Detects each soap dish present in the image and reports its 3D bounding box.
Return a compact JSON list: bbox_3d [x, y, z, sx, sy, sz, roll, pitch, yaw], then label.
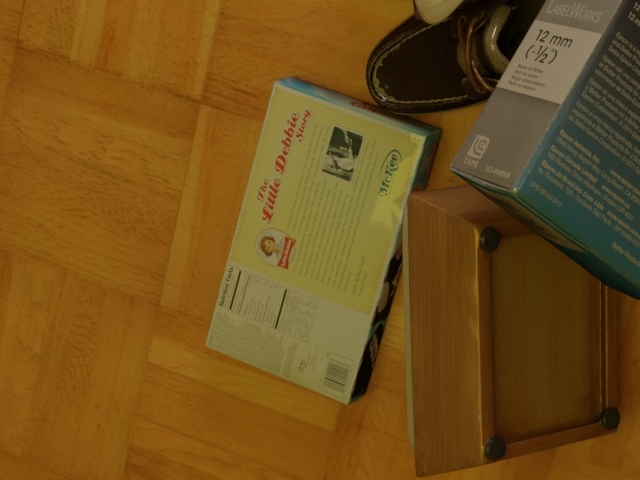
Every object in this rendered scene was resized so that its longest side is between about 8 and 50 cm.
[{"bbox_3d":[0.199,0.085,1.833,0.118,0.229,0.291,11,106,55],"label":"soap dish"}]

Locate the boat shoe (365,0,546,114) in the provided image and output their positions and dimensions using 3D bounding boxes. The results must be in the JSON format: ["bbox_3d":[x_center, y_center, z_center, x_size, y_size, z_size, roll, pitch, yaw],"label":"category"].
[{"bbox_3d":[0.188,-0.208,1.839,0.342,0.123,0.123,-13,94,25],"label":"boat shoe"}]

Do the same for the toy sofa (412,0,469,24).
[{"bbox_3d":[0.221,-0.365,1.782,0.362,0.150,0.177,-26,94,25],"label":"toy sofa"}]

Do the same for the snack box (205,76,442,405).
[{"bbox_3d":[0.000,0.000,1.995,0.187,0.060,0.322,21,108,18],"label":"snack box"}]

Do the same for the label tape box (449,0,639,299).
[{"bbox_3d":[0.314,-0.145,1.715,0.115,0.249,0.348,21,80,56],"label":"label tape box"}]
